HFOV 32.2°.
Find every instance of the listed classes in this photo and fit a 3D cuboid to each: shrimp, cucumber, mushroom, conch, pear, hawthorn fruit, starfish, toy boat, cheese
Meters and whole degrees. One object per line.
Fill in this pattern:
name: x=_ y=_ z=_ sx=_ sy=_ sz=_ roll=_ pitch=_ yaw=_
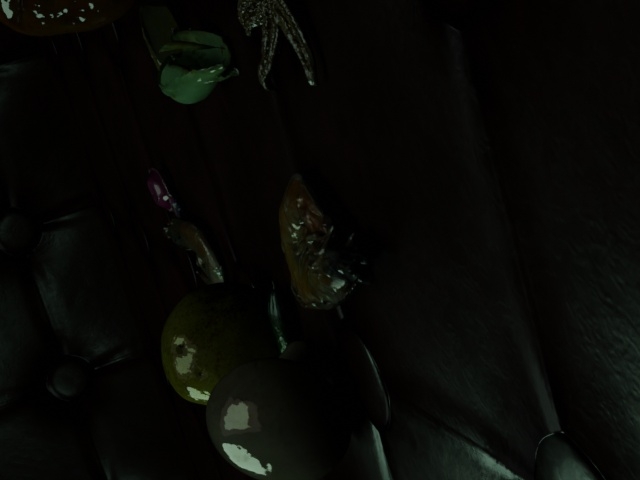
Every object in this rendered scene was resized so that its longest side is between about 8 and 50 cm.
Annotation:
shrimp: x=0.000 y=0.000 z=1.265 sx=0.317 sy=0.062 sz=0.164 roll=175 pitch=78 yaw=-76
cucumber: x=-0.050 y=0.133 z=1.615 sx=0.039 sy=0.039 sz=0.168 roll=41 pitch=150 yaw=58
mushroom: x=-0.049 y=0.229 z=1.531 sx=0.204 sy=0.204 sz=0.204 roll=57 pitch=160 yaw=35
conch: x=-0.167 y=-0.246 z=1.493 sx=0.170 sy=0.079 sz=0.106 roll=-12 pitch=104 yaw=58
pear: x=-0.144 y=0.150 z=1.683 sx=0.197 sy=0.197 sz=0.197 roll=57 pitch=160 yaw=35
hawthorn fruit: x=-0.384 y=-0.430 z=1.629 sx=0.298 sy=0.277 sz=0.277 roll=-130 pitch=22 yaw=-78
starfish: x=-0.063 y=-0.260 z=1.168 sx=0.213 sy=0.057 sz=0.238 roll=48 pitch=158 yaw=35
toy boat: x=-0.229 y=-0.305 z=1.631 sx=0.066 sy=0.065 sz=0.172 roll=11 pitch=-119 yaw=-86
shrimp: x=-0.235 y=0.022 z=2.050 sx=0.251 sy=0.052 sz=0.143 roll=33 pitch=143 yaw=62
cheese: x=-0.300 y=-0.088 z=2.151 sx=0.145 sy=0.038 sz=0.095 roll=49 pitch=156 yaw=36
